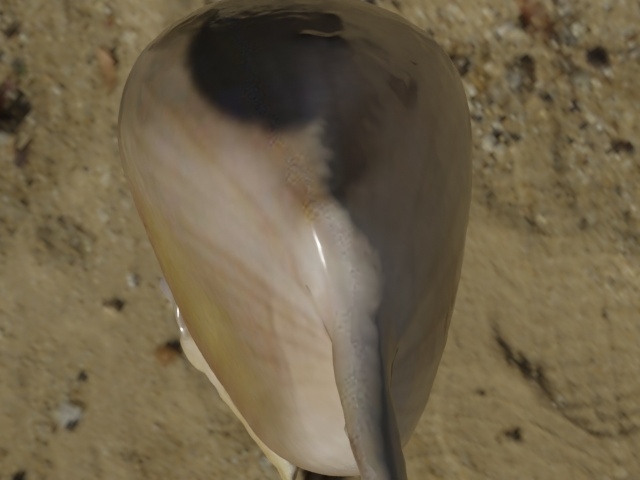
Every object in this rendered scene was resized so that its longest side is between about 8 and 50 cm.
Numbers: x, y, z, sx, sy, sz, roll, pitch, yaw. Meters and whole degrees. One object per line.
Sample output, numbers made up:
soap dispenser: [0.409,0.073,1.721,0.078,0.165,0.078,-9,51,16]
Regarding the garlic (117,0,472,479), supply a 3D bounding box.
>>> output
garlic: [-0.002,-0.002,0.459,0.128,0.266,0.148,-39,94,0]
